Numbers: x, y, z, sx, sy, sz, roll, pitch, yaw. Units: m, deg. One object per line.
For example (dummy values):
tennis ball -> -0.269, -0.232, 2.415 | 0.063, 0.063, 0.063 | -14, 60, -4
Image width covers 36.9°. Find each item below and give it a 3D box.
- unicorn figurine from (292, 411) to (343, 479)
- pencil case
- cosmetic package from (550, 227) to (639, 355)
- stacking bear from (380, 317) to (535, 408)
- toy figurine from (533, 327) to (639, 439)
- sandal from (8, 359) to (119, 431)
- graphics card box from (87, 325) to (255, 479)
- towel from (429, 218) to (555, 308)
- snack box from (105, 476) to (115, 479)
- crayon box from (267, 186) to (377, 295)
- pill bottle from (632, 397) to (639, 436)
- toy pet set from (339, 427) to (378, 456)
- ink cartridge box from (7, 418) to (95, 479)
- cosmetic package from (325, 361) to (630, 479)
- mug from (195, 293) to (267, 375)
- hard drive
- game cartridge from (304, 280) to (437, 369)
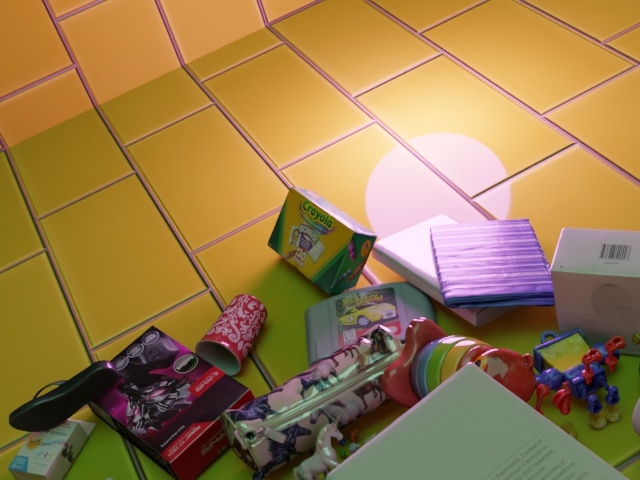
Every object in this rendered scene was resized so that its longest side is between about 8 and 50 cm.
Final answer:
unicorn figurine -> 0.008, 0.424, 1.838 | 0.162, 0.060, 0.111 | -38, 82, 8
pencil case -> 0.006, 0.320, 1.934 | 0.410, 0.159, 0.183 | -28, 2, -12
cosmetic package -> 0.592, 0.104, 1.912 | 0.224, 0.224, 0.138 | 4, 42, 25
stacking bear -> 0.276, 0.250, 1.775 | 0.289, 0.164, 0.175 | -6, 51, 60
toy figurine -> 0.513, 0.214, 1.856 | 0.363, 0.191, 0.217 | -24, 34, -8
sandal -> -0.556, 0.336, 2.088 | 0.255, 0.097, 0.054 | -29, 47, -3
graphics card box -> -0.333, 0.351, 2.099 | 0.233, 0.094, 0.371 | -41, 43, -24
towel -> 0.375, 0.050, 2.116 | 0.243, 0.040, 0.336 | -3, 29, 2
snack box -> -0.439, 0.624, 1.846 | 0.187, 0.060, 0.322 | 14, 49, 34
crayon box -> 0.000, 0.000, 2.315 | 0.081, 0.165, 0.278 | 11, 18, -41
pill bottle -> 0.700, 0.369, 1.575 | 0.204, 0.204, 0.361 | -29, 41, -12
toy pet set -> 0.098, 0.424, 1.885 | 0.114, 0.065, 0.122 | -43, 26, 28
ink cartridge box -> -0.586, 0.450, 2.107 | 0.104, 0.061, 0.181 | 3, 43, 24
cosmetic package -> 0.276, 0.479, 1.516 | 0.327, 0.329, 0.394 | -35, 42, -18
mug -> -0.214, 0.209, 2.206 | 0.150, 0.113, 0.169 | 6, 42, 25
hard drive -> 0.315, 0.057, 2.179 | 0.233, 0.047, 0.353 | -22, 37, -28
game cartridge -> 0.110, 0.185, 2.149 | 0.294, 0.060, 0.196 | -14, 35, 6
